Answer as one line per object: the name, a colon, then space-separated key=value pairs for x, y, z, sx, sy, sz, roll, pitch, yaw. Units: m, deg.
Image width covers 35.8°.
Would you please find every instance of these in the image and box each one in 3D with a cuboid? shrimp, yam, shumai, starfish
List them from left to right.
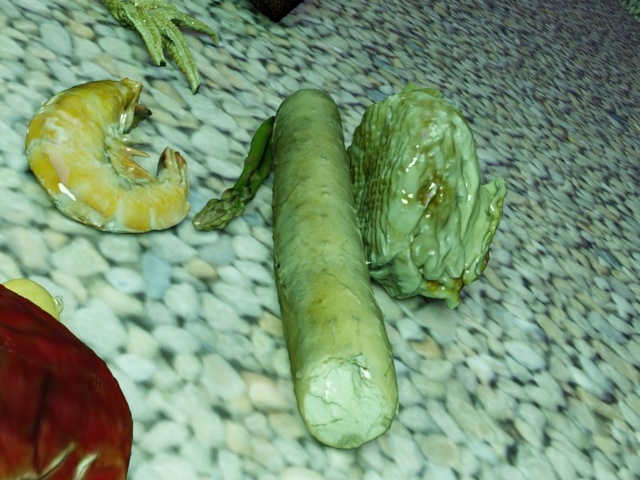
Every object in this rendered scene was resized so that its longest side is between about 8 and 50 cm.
shrimp: x=-0.156 y=-0.064 z=0.756 sx=0.132 sy=0.052 sz=0.187 roll=47 pitch=29 yaw=-19
starfish: x=-0.174 y=-0.231 z=0.988 sx=0.217 sy=0.050 sz=0.223 roll=14 pitch=45 yaw=-46
yam: x=0.000 y=0.000 z=0.772 sx=0.083 sy=0.083 sz=0.371 roll=23 pitch=31 yaw=-22
shumai: x=0.102 y=-0.035 z=0.837 sx=0.142 sy=0.184 sz=0.184 roll=6 pitch=36 yaw=-17

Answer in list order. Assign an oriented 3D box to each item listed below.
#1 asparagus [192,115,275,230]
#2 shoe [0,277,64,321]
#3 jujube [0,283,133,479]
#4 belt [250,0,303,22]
asparagus: x=-0.064 y=-0.056 z=0.853 sx=0.034 sy=0.027 sz=0.236 roll=34 pitch=27 yaw=-6
shoe: x=-0.192 y=0.031 z=0.522 sx=0.109 sy=0.072 sz=0.069 roll=20 pitch=53 yaw=21
jujube: x=-0.190 y=0.076 z=0.373 sx=0.255 sy=0.190 sz=0.190 roll=26 pitch=24 yaw=-55
belt: x=-0.113 y=-0.387 z=1.191 sx=0.289 sy=0.164 sz=0.184 roll=49 pitch=4 yaw=27
